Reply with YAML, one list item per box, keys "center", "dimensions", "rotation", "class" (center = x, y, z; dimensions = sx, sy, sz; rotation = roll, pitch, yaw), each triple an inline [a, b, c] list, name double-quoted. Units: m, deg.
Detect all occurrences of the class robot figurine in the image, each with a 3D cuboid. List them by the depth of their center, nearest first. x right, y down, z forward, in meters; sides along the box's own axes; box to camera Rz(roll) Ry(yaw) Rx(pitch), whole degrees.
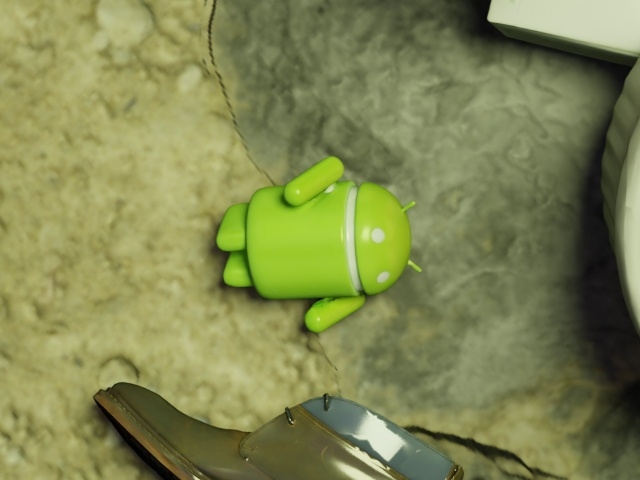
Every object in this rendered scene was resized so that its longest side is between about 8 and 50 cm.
- center: [0.000, 0.000, 1.052]
  dimensions: [0.115, 0.067, 0.101]
  rotation: [-2, 118, 11]
  class: "robot figurine"

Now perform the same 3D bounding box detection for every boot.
- center: [-0.023, 0.125, 1.071]
  dimensions: [0.219, 0.082, 0.106]
  rotation: [35, 76, 13]
  class: "boot"

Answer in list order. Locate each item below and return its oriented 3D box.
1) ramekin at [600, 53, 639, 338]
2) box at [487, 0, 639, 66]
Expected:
- center: [0.269, -0.028, 0.927]
  dimensions: [0.273, 0.127, 0.273]
  rotation: [-2, 108, -7]
  class: "ramekin"
- center: [0.155, -0.154, 1.006]
  dimensions: [0.102, 0.087, 0.101]
  rotation: [14, 94, 11]
  class: "box"
